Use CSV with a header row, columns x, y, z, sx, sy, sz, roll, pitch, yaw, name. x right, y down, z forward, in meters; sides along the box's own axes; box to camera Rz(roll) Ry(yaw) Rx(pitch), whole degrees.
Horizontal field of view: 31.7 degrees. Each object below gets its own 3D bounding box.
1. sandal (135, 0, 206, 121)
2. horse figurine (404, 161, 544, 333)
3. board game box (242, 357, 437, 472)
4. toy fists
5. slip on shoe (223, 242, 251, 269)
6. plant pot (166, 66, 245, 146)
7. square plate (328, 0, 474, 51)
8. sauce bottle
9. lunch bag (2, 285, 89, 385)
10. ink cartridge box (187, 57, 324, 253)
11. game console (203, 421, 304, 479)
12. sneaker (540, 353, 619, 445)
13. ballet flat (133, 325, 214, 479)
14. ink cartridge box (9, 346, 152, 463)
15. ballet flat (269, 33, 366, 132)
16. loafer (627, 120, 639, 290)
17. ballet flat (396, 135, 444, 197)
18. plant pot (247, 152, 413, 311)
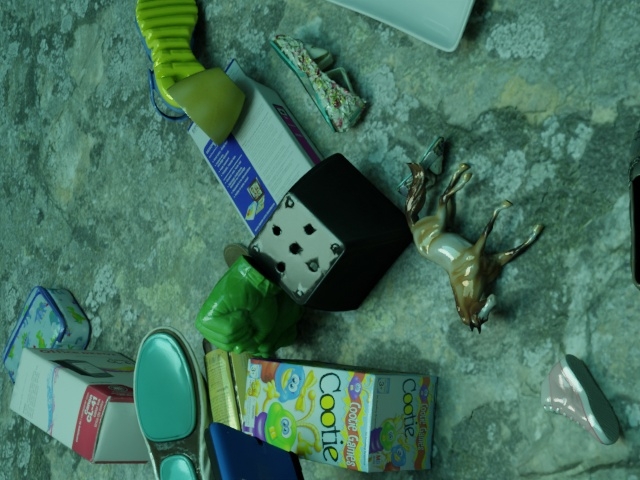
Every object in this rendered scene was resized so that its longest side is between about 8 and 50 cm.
x,y,z,sx,sy,sz,roll,pitch,yaw,name
-0.291,-0.353,2.160,0.138,0.126,0.318,112,153,-56,sandal
0.202,-0.007,1.646,0.263,0.066,0.174,44,109,37,horse figurine
0.024,0.263,1.726,0.275,0.142,0.144,0,84,45,board game box
-0.101,0.117,1.786,0.096,0.279,0.142,43,96,19,toy fists
-0.141,0.051,1.996,0.051,0.041,0.135,-55,50,24,slip on shoe
-0.186,-0.244,1.955,0.095,0.134,0.134,-42,53,3,plant pot
0.166,-0.500,1.769,0.347,0.049,0.344,34,107,43,square plate
-0.124,0.320,1.889,0.111,0.111,0.345,-26,65,40,sauce bottle
-0.586,0.217,2.387,0.176,0.090,0.219,49,116,41,lunch bag
-0.100,-0.137,1.968,0.176,0.069,0.371,-53,53,26,ink cartridge box
-0.085,0.440,1.570,0.173,0.250,0.293,-46,37,18,game console
0.337,0.223,1.486,0.070,0.051,0.134,-48,50,31,sneaker
-0.229,0.342,1.945,0.139,0.139,0.401,-12,88,44,ballet flat
-0.397,0.302,2.085,0.306,0.226,0.131,20,98,44,ink cartridge box
0.001,-0.274,1.891,0.077,0.091,0.241,-35,60,1,ballet flat
0.429,-0.059,1.410,0.096,0.084,0.268,-6,80,45,loafer
0.163,-0.107,1.725,0.114,0.041,0.041,-52,52,27,ballet flat
0.000,0.000,1.734,0.187,0.167,0.188,45,118,15,plant pot
